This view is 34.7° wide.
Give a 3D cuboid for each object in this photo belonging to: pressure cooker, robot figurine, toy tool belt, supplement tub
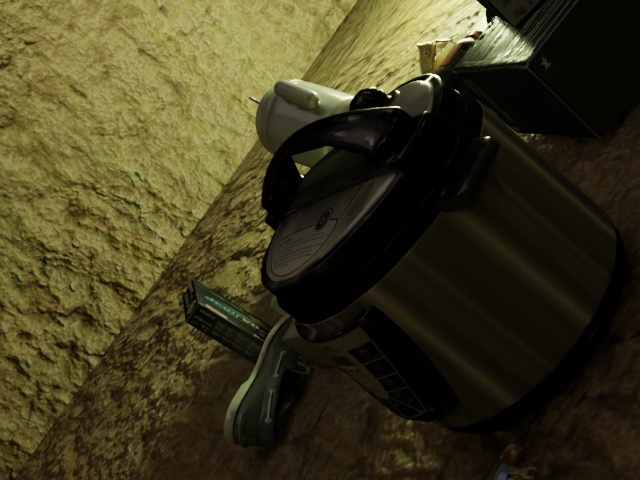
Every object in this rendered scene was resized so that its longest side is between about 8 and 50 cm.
[{"bbox_3d":[0.124,-0.002,1.313,0.370,0.420,0.375,-44,18,21],"label":"pressure cooker"},{"bbox_3d":[-0.015,-0.279,2.517,0.353,0.300,0.199,22,66,32],"label":"robot figurine"},{"bbox_3d":[0.221,0.273,1.142,0.051,0.052,0.083,15,68,39],"label":"toy tool belt"},{"bbox_3d":[0.293,-0.328,2.097,0.190,0.117,0.117,-54,16,-10],"label":"supplement tub"}]

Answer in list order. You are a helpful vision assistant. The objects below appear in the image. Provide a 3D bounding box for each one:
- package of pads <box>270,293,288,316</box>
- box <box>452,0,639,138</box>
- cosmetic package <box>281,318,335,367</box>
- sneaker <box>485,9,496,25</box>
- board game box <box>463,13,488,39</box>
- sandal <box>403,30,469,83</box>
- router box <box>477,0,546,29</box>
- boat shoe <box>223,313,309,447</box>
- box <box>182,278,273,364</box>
[{"bbox_3d":[0.000,0.000,2.106,0.296,0.101,0.229,-60,9,17],"label":"package of pads"},{"bbox_3d":[0.412,-0.329,1.651,0.296,0.183,0.294,-51,15,-3],"label":"box"},{"bbox_3d":[0.042,0.143,1.801,0.127,0.107,0.238,-58,15,-22],"label":"cosmetic package"},{"bbox_3d":[0.459,-0.502,1.996,0.136,0.116,0.314,-15,-8,-34],"label":"sneaker"},{"bbox_3d":[0.462,-0.540,2.225,0.347,0.056,0.208,-47,21,14],"label":"board game box"},{"bbox_3d":[0.256,-0.447,2.517,0.240,0.079,0.088,-42,19,30],"label":"sandal"},{"bbox_3d":[0.375,-0.495,1.656,0.309,0.081,0.243,-45,17,13],"label":"router box"},{"bbox_3d":[-0.071,0.261,1.918,0.099,0.116,0.319,9,41,22],"label":"boat shoe"},{"bbox_3d":[-0.178,0.177,2.106,0.051,0.220,0.175,-55,15,6],"label":"box"}]
